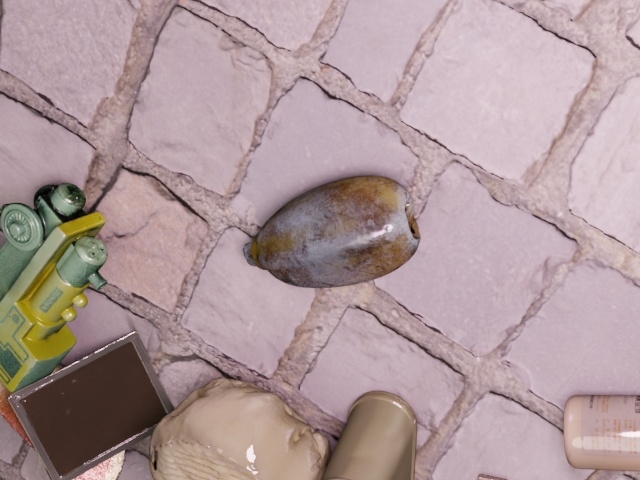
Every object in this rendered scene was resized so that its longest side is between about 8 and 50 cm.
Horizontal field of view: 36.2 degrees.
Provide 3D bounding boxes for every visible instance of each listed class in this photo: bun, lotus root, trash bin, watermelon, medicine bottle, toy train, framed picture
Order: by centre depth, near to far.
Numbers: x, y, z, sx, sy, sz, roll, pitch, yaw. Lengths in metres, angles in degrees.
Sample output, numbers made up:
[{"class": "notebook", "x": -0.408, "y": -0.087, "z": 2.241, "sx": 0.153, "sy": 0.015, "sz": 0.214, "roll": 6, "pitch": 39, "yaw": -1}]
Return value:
[{"class": "medicine bottle", "x": 0.497, "y": 0.289, "z": 1.463, "sx": 0.252, "sy": 0.114, "sz": 0.114, "roll": -2, "pitch": 112, "yaw": 22}, {"class": "lotus root", "x": 0.000, "y": 0.000, "z": 1.508, "sx": 0.322, "sy": 0.140, "sz": 0.158, "roll": -15, "pitch": 108, "yaw": 28}, {"class": "trash bin", "x": 0.075, "y": 0.408, "z": 1.603, "sx": 0.121, "sy": 0.247, "sz": 0.243, "roll": 8, "pitch": 114, "yaw": 16}, {"class": "bun", "x": -0.119, "y": 0.386, "z": 1.686, "sx": 0.359, "sy": 0.211, "sz": 0.360, "roll": 19, "pitch": 133, "yaw": 22}, {"class": "toy train", "x": -0.486, "y": 0.070, "z": 1.702, "sx": 0.237, "sy": 0.150, "sz": 0.369, "roll": 48, "pitch": 121, "yaw": 7}, {"class": "framed picture", "x": -0.410, "y": 0.306, "z": 1.782, "sx": 0.252, "sy": 0.014, "sz": 0.197, "roll": -27, "pitch": 106, "yaw": -17}, {"class": "watermelon", "x": -0.487, "y": 0.346, "z": 1.864, "sx": 0.303, "sy": 0.159, "sz": 0.128, "roll": 46, "pitch": 156, "yaw": -3}]

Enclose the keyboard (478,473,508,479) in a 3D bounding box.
[{"class": "keyboard", "x": 0.290, "y": 0.474, "z": 1.684, "sx": 0.055, "sy": 0.017, "sz": 0.166, "roll": 6, "pitch": 115, "yaw": 13}]
